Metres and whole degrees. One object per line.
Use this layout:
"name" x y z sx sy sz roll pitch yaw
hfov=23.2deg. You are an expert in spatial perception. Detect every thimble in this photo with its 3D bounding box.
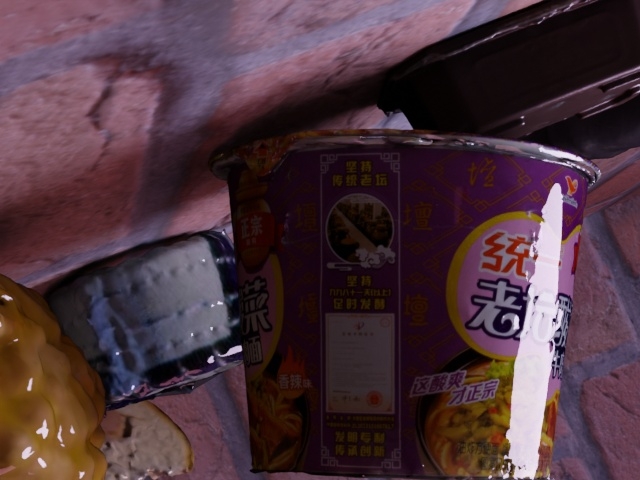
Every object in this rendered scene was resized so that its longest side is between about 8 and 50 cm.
"thimble" -0.179 0.092 1.645 0.237 0.150 0.237 -21 173 -3

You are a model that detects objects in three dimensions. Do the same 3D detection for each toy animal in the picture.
"toy animal" 0.278 -0.130 1.601 0.343 0.106 0.168 -24 175 39

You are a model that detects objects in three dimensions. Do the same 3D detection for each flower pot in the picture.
"flower pot" 0.180 -0.135 1.310 0.251 0.084 0.179 -23 174 -6

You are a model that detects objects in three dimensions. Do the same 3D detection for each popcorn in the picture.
"popcorn" -0.316 0.193 1.173 0.349 0.381 0.349 -18 156 -9

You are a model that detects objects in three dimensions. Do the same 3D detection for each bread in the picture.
"bread" -0.286 0.194 1.737 0.183 0.211 0.224 -28 -170 -38

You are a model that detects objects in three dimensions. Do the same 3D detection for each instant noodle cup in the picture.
"instant noodle cup" 0.064 0.067 1.308 0.340 0.266 0.340 3 172 0

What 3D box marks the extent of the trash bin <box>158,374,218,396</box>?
"trash bin" -0.196 0.128 1.929 0.177 0.101 0.236 -34 161 24
